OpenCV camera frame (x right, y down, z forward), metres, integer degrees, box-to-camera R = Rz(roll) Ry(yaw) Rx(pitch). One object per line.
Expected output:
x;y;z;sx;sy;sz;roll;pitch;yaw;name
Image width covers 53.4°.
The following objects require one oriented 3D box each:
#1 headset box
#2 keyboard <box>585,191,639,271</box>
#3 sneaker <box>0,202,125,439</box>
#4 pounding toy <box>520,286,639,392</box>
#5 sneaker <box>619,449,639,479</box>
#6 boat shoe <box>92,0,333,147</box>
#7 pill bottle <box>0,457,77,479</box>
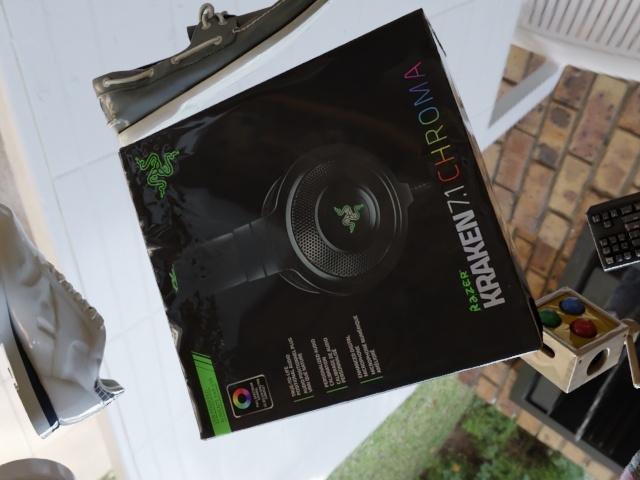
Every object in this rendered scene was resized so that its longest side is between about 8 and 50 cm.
0.000;0.000;0.516;0.282;0.247;0.131;-19;174;19;headset box
0.399;-0.011;0.699;0.180;0.108;0.023;-18;180;21;keyboard
-0.262;0.068;0.605;0.094;0.090;0.235;-21;114;-27;sneaker
0.453;0.156;1.042;0.205;0.181;0.094;-20;128;-26;pounding toy
0.323;0.297;0.575;0.299;0.120;0.112;-36;158;-53;sneaker
-0.133;-0.231;0.763;0.319;0.099;0.116;-31;-170;10;boat shoe
-0.339;0.390;0.713;0.153;0.265;0.153;-10;125;-14;pill bottle
